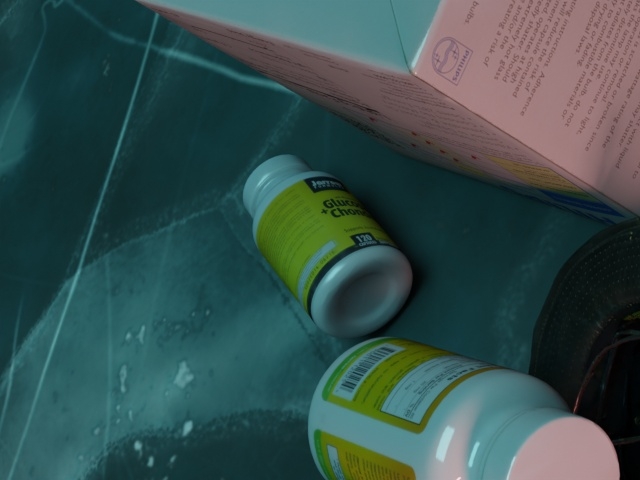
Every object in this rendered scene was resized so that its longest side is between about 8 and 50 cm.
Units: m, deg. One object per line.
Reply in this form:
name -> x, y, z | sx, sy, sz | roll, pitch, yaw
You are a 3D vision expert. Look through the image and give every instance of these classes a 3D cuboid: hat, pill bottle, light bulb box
hat -> 0.274, 0.150, 1.339 | 0.331, 0.134, 0.331 | -29, 56, 55
pill bottle -> 0.106, 0.156, 1.358 | 0.246, 0.136, 0.136 | 13, 82, 59
pill bottle -> 0.000, 0.000, 1.692 | 0.103, 0.103, 0.184 | -52, 46, 14
light bulb box -> 0.107, -0.196, 1.492 | 0.358, 0.361, 0.225 | 22, 87, 46
